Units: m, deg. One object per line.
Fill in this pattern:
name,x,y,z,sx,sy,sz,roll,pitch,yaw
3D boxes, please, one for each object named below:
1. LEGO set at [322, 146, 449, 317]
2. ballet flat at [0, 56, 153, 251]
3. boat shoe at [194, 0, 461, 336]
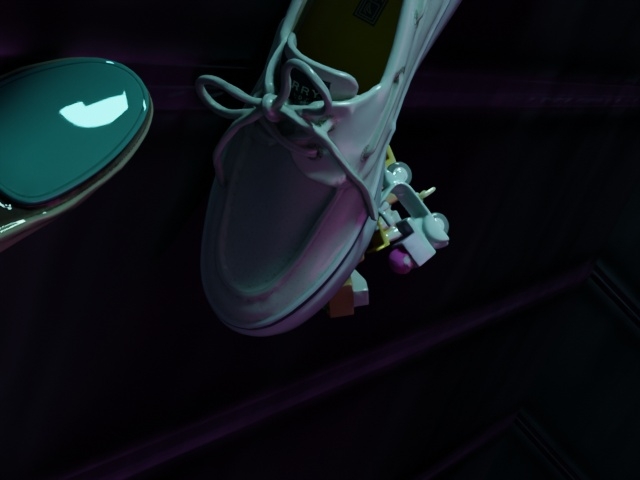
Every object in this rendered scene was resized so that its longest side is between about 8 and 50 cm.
LEGO set,0.000,0.000,1.166,0.107,0.132,0.287,-30,175,-20
ballet flat,-0.194,-0.020,0.729,0.248,0.086,0.086,-38,154,-38
boat shoe,-0.002,-0.101,0.948,0.367,0.136,0.156,-62,160,8
